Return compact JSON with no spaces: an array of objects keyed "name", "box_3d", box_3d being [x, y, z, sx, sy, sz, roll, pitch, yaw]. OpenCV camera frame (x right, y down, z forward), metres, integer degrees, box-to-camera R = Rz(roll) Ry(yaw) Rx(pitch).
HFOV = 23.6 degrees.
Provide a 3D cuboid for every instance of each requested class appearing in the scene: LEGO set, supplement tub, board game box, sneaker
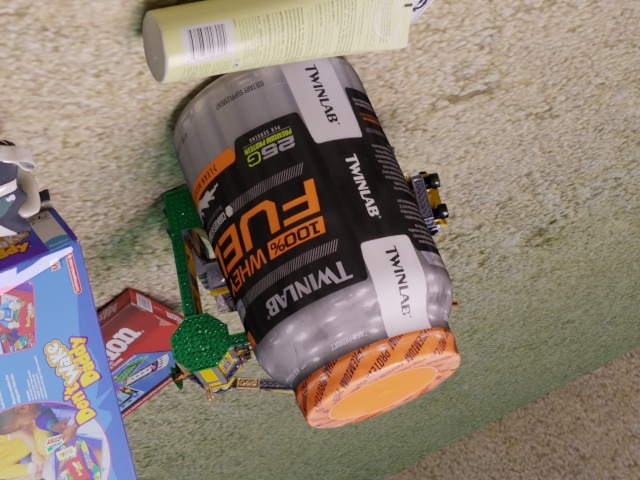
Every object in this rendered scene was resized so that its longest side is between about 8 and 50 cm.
[{"name":"LEGO set","box_3d":[-0.014,0.045,1.618,0.331,0.255,0.192,-22,155,0]},{"name":"supplement tub","box_3d":[0.000,0.000,1.418,0.193,0.316,0.193,-21,160,-8]},{"name":"board game box","box_3d":[-0.327,0.166,1.535,0.233,0.078,0.347,-21,125,-20]},{"name":"sneaker","box_3d":[-0.320,-0.017,1.346,0.153,0.094,0.235,-1,141,-29]},{"name":"board game box","box_3d":[-0.274,0.170,1.872,0.281,0.027,0.145,-38,133,24]}]

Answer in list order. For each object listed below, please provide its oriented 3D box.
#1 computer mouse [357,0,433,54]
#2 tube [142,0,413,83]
[{"name":"computer mouse","box_3d":[0.076,-0.211,1.365,0.193,0.042,0.106,-29,160,15]},{"name":"tube","box_3d":[-0.028,-0.181,1.288,0.240,0.062,0.070,-13,176,-20]}]
